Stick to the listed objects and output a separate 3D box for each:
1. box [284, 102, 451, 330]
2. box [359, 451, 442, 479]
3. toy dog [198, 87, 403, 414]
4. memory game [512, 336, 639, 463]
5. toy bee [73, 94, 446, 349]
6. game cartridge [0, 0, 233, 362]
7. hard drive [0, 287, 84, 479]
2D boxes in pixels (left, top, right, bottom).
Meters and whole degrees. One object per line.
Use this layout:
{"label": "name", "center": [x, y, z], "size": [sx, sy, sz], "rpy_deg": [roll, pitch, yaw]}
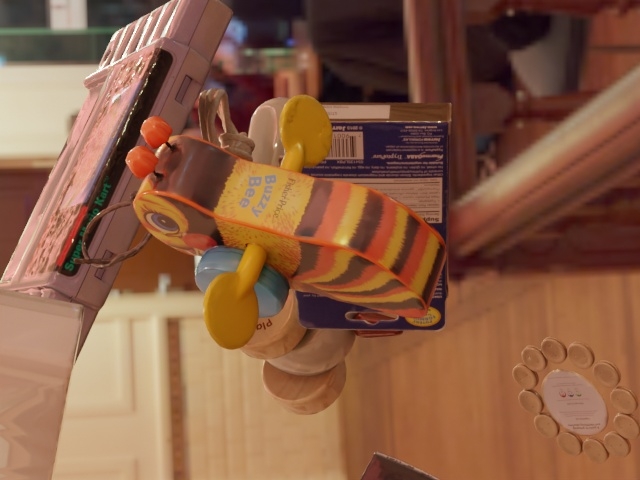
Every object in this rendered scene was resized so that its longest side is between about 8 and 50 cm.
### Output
{"label": "box", "center": [0.042, -0.017, 1.279], "size": [0.036, 0.136, 0.225], "rpy_deg": [-84, -7, -52]}
{"label": "box", "center": [0.078, 0.396, 1.884], "size": [0.207, 0.108, 0.153], "rpy_deg": [-59, -24, -21]}
{"label": "toy dog", "center": [0.000, 0.000, 1.485], "size": [0.220, 0.161, 0.334], "rpy_deg": [25, -123, -72]}
{"label": "memory game", "center": [0.324, 0.202, 1.904], "size": [0.186, 0.012, 0.186], "rpy_deg": [25, 133, 31]}
{"label": "toy bee", "center": [-0.069, -0.013, 1.077], "size": [0.162, 0.298, 0.195], "rpy_deg": [61, -158, -53]}
{"label": "game cartridge", "center": [-0.207, -0.053, 1.375], "size": [0.230, 0.068, 0.355], "rpy_deg": [-15, 50, 67]}
{"label": "hard drive", "center": [-0.277, 0.060, 0.727], "size": [0.203, 0.307, 0.040], "rpy_deg": [114, 166, -57]}
